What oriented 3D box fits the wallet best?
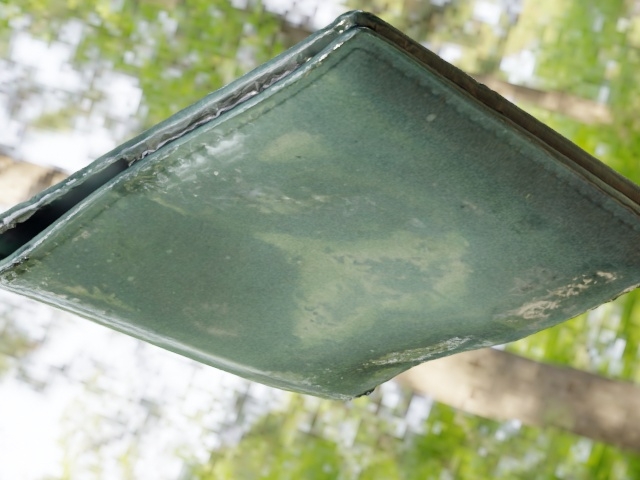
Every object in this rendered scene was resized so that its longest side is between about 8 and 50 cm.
[{"bbox_3d":[0.000,0.001,0.938,0.251,0.290,0.054,25,-126,-38],"label":"wallet"}]
